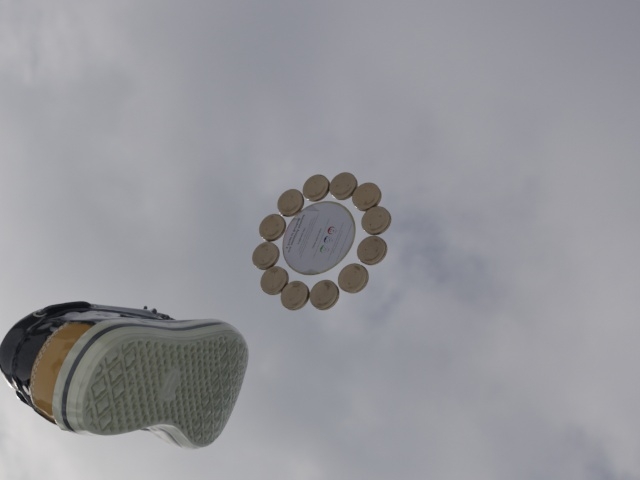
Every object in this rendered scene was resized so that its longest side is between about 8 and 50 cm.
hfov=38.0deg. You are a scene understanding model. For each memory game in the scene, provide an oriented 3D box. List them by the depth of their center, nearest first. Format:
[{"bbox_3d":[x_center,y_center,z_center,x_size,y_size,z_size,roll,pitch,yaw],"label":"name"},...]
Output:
[{"bbox_3d":[0.000,0.000,1.114,0.186,0.012,0.186,-13,-120,23],"label":"memory game"}]

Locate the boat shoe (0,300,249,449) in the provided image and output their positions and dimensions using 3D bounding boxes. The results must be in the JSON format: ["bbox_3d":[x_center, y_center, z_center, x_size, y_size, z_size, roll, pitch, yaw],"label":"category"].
[{"bbox_3d":[-0.230,0.171,1.218,0.156,0.500,0.187,18,-94,21],"label":"boat shoe"}]
